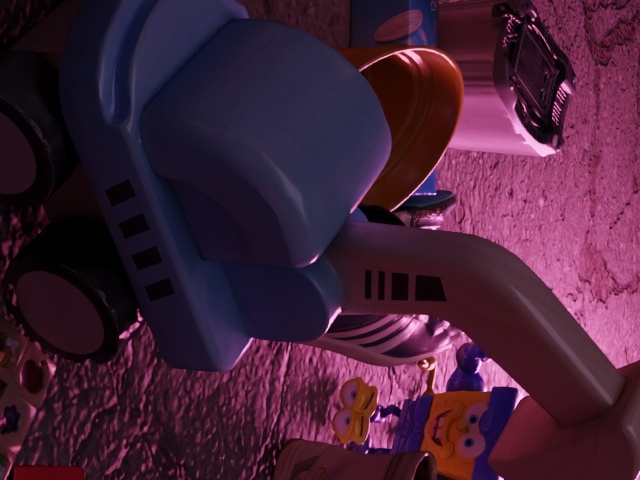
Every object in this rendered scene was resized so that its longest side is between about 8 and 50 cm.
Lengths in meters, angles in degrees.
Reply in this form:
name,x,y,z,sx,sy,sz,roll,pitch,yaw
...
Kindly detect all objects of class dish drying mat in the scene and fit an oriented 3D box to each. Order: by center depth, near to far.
name,x,y,z,sx,sy,sz,roll,pitch,yaw
dish drying mat,-0.214,0.192,1.208,0.083,0.008,0.032,14,79,-57

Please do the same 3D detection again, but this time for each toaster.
name,x,y,z,sx,sy,sz,roll,pitch,yaw
toaster,0.175,-0.180,1.686,0.227,0.146,0.129,42,56,-52

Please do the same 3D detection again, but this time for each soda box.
name,x,y,z,sx,sy,sz,roll,pitch,yaw
soda box,0.076,-0.152,1.600,0.067,0.071,0.210,-4,95,-58

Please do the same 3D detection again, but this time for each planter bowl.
name,x,y,z,sx,sy,sz,roll,pitch,yaw
planter bowl,0.025,-0.114,1.467,0.217,0.090,0.217,-28,143,-24

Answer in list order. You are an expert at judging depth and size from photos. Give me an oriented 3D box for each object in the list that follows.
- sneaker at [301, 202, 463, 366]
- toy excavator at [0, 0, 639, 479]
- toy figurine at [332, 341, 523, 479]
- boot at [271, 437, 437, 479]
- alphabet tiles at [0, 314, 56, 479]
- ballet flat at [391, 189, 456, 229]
name,x,y,z,sx,sy,sz,roll,pitch,yaw
sneaker,0.059,0.033,1.431,0.350,0.148,0.131,5,64,-47
toy excavator,0.000,0.000,1.129,0.222,0.445,0.433,-51,133,-43
toy figurine,0.157,0.191,1.611,0.191,0.217,0.363,47,53,-49
boot,0.023,0.293,1.444,0.077,0.165,0.213,37,59,-52
alphabet tiles,-0.289,0.114,1.083,0.237,0.009,0.198,53,49,-45
ballet flat,0.077,-0.013,1.620,0.188,0.070,0.070,-11,101,-48
